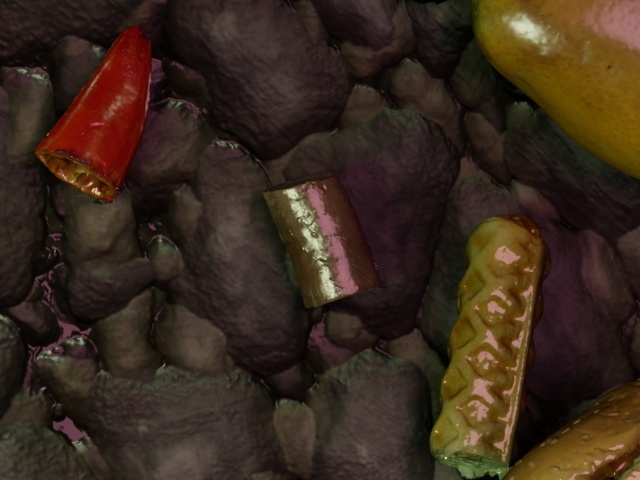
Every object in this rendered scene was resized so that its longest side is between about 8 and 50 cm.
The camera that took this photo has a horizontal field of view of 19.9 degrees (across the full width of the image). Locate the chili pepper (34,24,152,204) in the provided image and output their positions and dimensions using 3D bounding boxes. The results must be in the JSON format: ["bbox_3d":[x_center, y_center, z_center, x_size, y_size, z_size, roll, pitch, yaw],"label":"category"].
[{"bbox_3d":[-0.194,-0.128,1.679,0.088,0.065,0.169,37,61,-34],"label":"chili pepper"}]

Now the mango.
[{"bbox_3d":[0.328,-0.203,1.867,0.378,0.221,0.263,21,75,-14],"label":"mango"}]

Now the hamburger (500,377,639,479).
[{"bbox_3d":[0.265,0.240,1.735,0.283,0.259,0.144,-26,64,-32],"label":"hamburger"}]

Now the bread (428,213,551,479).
[{"bbox_3d":[0.171,0.100,1.804,0.098,0.087,0.269,18,73,-20],"label":"bread"}]

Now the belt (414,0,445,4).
[{"bbox_3d":[0.105,-0.306,1.858,0.140,0.058,0.105,43,62,-13],"label":"belt"}]

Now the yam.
[{"bbox_3d":[0.003,-0.001,1.742,0.084,0.084,0.127,-21,94,-28],"label":"yam"}]
